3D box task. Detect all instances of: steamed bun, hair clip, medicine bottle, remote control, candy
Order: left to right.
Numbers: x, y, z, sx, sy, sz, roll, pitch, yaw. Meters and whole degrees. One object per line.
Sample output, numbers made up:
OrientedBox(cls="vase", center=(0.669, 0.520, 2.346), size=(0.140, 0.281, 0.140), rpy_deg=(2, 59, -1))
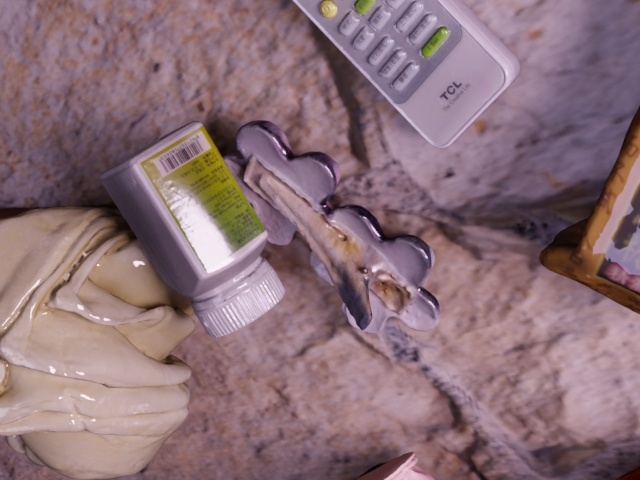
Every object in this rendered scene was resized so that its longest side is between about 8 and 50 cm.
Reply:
OrientedBox(cls="steamed bun", center=(-0.240, 0.104, 1.055), size=(0.203, 0.276, 0.289), rpy_deg=(-15, 80, 28))
OrientedBox(cls="medicine bottle", center=(-0.117, -0.008, 0.974), size=(0.188, 0.088, 0.132), rpy_deg=(59, 156, -11))
OrientedBox(cls="hair clip", center=(0.005, -0.004, 0.938), size=(0.257, 0.075, 0.146), rpy_deg=(48, 148, 14))
OrientedBox(cls="remote control", center=(0.046, -0.192, 0.824), size=(0.250, 0.034, 0.103), rpy_deg=(48, 132, 4))
OrientedBox(cls="candy", center=(0.251, -0.068, 0.707), size=(0.143, 0.101, 0.271), rpy_deg=(26, 122, 14))

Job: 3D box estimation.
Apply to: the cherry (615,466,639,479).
OrientedBox(cls="cherry", center=(0.302, 0.254, 0.797), size=(0.250, 0.175, 0.192), rpy_deg=(-1, 104, 38))

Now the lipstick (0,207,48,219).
OrientedBox(cls="lipstick", center=(-0.365, -0.012, 1.209), size=(0.145, 0.045, 0.045), rpy_deg=(0, 116, 35))

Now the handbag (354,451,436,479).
OrientedBox(cls="handbag", center=(0.051, 0.299, 1.002), size=(0.205, 0.179, 0.116), rpy_deg=(-40, 82, 41))
